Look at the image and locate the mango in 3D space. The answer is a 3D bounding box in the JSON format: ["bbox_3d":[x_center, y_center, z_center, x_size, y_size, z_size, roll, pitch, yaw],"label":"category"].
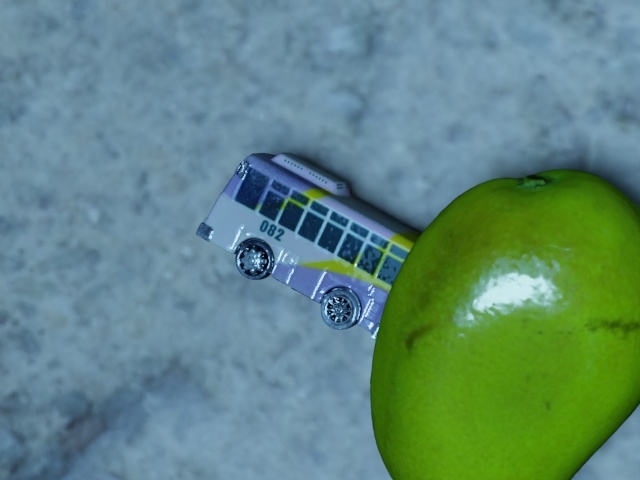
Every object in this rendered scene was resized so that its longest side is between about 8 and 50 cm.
[{"bbox_3d":[0.080,0.046,0.680,0.117,0.089,0.163,33,99,-12],"label":"mango"}]

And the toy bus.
[{"bbox_3d":[0.000,0.000,0.738,0.102,0.052,0.058,30,100,17],"label":"toy bus"}]
